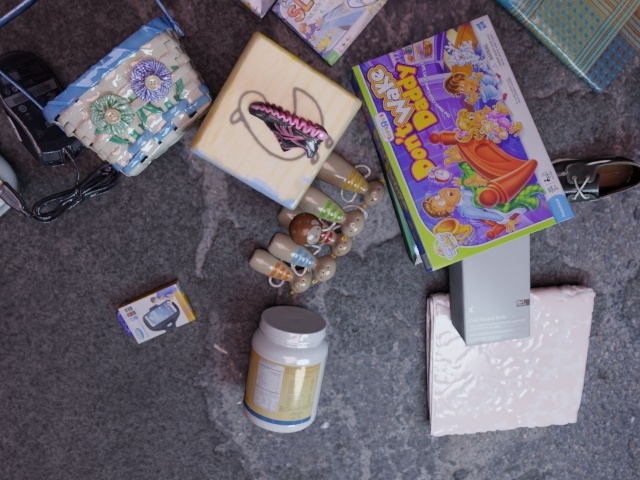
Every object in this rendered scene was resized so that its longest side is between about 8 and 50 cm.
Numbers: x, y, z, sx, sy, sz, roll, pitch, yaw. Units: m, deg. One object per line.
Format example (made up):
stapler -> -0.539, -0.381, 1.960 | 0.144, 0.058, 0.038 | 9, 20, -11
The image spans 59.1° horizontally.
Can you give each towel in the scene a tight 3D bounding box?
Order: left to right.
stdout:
towel -> 0.381, 0.245, 1.158 | 0.331, 0.053, 0.317 | -3, 108, -4
towel -> 0.441, -0.470, 0.957 | 0.370, 0.040, 0.271 | 35, 101, -16

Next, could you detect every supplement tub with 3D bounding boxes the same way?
supplement tub -> -0.064, 0.239, 1.061 | 0.144, 0.144, 0.200 | 8, 105, -8

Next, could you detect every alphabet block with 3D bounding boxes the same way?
alphabet block -> -0.074, -0.193, 0.906 | 0.192, 0.193, 0.197 | 29, 102, -15

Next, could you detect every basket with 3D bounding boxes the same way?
basket -> -0.313, -0.265, 0.851 | 0.254, 0.201, 0.289 | -43, 102, 1

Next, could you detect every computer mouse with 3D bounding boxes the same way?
computer mouse -> -0.471, -0.158, 0.917 | 0.184, 0.060, 0.262 | -44, 117, -29

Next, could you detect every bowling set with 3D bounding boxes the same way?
bowling set -> 0.000, 0.000, 0.975 | 0.154, 0.200, 0.287 | 29, 106, -15

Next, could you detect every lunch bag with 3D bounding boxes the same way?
lunch bag -> -0.099, -0.411, 0.911 | 0.071, 0.053, 0.083 | 38, 90, -16

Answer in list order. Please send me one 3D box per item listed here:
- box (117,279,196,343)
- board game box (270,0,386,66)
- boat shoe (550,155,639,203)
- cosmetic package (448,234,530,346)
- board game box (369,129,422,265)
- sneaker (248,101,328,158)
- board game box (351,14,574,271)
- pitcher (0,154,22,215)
box -> -0.314, 0.138, 1.066 | 0.136, 0.028, 0.081 | -25, 108, 0
board game box -> 0.033, -0.412, 0.932 | 0.136, 0.035, 0.201 | 39, 99, -15
boat shoe -> 0.483, -0.110, 1.049 | 0.232, 0.079, 0.084 | -11, 109, -1
cosmetic package -> 0.302, 0.056, 1.017 | 0.127, 0.107, 0.238 | -8, 109, -1
board game box -> 0.224, -0.134, 1.030 | 0.213, 0.046, 0.318 | -19, 107, -1
sneaker -> -0.051, -0.154, 0.799 | 0.119, 0.047, 0.057 | 24, 114, -11
board game box -> 0.219, -0.151, 0.911 | 0.233, 0.078, 0.348 | -21, 85, 1
pitcher -> -0.599, -0.110, 0.885 | 0.125, 0.178, 0.207 | -36, 107, 27
